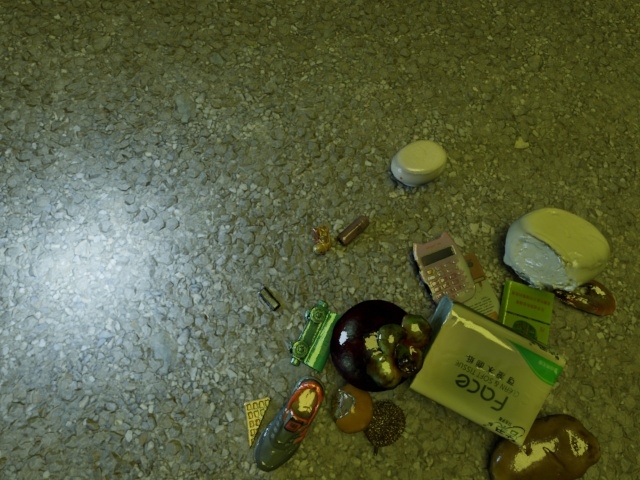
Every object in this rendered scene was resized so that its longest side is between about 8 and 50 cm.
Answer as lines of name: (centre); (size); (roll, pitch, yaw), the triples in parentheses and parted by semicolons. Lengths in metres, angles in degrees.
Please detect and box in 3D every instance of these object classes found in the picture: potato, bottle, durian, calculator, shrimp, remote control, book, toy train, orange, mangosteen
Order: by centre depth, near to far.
mangosteen: (0.193, 0.341, 1.385); (0.330, 0.330, 0.330); (2, 72, -5)
orange: (0.102, 0.559, 1.396); (0.156, 0.134, 0.156); (-11, 50, 13)
potato: (0.741, 0.719, 1.407); (0.369, 0.176, 0.195); (-19, 117, -3)
durian: (0.217, 0.632, 1.411); (0.148, 0.091, 0.188); (24, 74, 3)
toy train: (-0.009, 0.344, 1.485); (0.159, 0.101, 0.248); (30, 73, -9)
remote control: (-0.190, 0.217, 1.546); (0.039, 0.014, 0.096); (-40, 79, -15)
calculator: (0.475, 0.122, 1.606); (0.194, 0.043, 0.294); (-20, 79, -11)
book: (0.570, 0.213, 1.614); (0.208, 0.020, 0.295); (-19, 75, -11)
bottle: (0.129, -0.040, 1.637); (0.140, 0.053, 0.053); (-41, 80, -16)
shrimp: (1.039, 0.217, 1.637); (0.249, 0.068, 0.150); (10, 59, -7)

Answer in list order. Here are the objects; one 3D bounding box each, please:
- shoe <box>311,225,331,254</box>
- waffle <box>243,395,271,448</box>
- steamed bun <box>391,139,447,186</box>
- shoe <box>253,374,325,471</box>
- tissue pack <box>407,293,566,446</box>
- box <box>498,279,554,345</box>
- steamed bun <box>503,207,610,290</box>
shoe: (-0.001, -0.002, 1.605); (0.069, 0.072, 0.109); (-1, 107, -28)
waffle: (-0.205, 0.615, 1.413); (0.097, 0.023, 0.152); (-8, 72, -7)
steamed bun: (0.397, -0.306, 1.706); (0.228, 0.131, 0.177); (-21, 65, -10)
shoe: (-0.091, 0.596, 1.351); (0.132, 0.171, 0.336); (34, 72, 5)
tissue pack: (0.539, 0.425, 1.409); (0.405, 0.205, 0.332); (27, 95, 6)
box: (0.758, 0.335, 1.564); (0.187, 0.047, 0.335); (17, 76, -3)
steamed bun: (0.881, 0.043, 1.580); (0.312, 0.233, 0.334); (-17, 52, -23)
